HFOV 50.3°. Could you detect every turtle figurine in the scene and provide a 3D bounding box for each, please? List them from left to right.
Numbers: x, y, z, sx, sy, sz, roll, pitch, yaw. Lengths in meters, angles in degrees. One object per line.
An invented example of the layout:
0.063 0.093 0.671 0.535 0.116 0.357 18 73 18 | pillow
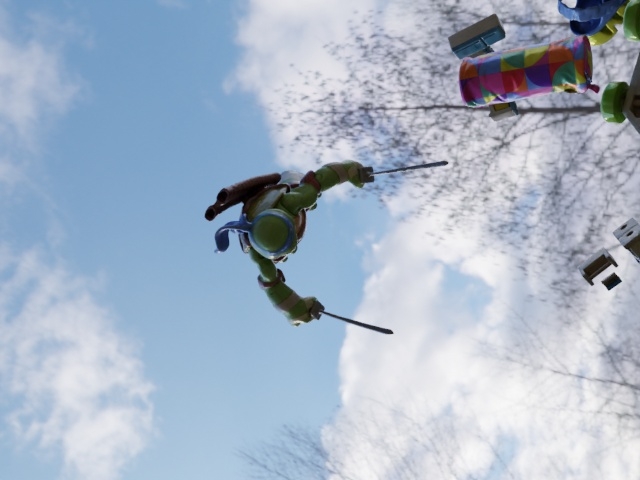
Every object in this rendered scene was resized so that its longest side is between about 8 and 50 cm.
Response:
0.000 0.000 0.867 0.274 0.266 0.198 -8 -79 -6 | turtle figurine

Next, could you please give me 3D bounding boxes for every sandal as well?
0.554 -0.514 1.268 0.138 0.126 0.317 -1 -49 -32 | sandal

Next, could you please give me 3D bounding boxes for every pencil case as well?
0.369 -0.296 1.219 0.104 0.236 0.104 5 -95 -61 | pencil case

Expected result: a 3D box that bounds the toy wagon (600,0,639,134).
0.484 -0.180 0.822 0.068 0.267 0.344 20 -95 -44 | toy wagon

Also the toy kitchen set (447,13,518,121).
0.418 -0.404 1.632 0.207 0.122 0.166 18 -125 -54 | toy kitchen set

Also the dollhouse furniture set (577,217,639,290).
0.774 0.059 1.740 0.129 0.183 0.129 46 -160 -5 | dollhouse furniture set
